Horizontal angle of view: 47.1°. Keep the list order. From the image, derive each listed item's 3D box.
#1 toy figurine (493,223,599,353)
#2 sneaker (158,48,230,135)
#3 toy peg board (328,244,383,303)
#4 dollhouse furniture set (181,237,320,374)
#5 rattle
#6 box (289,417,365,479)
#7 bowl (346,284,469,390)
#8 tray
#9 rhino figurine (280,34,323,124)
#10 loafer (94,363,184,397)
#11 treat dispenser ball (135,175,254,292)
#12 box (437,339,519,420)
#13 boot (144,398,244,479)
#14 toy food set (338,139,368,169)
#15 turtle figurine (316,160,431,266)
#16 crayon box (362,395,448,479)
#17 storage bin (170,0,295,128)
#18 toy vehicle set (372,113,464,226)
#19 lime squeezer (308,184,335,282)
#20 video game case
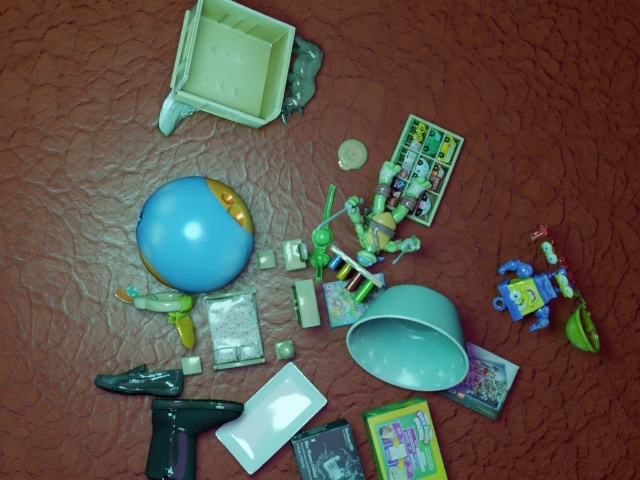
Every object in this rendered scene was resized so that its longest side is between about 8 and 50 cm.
[{"bbox_3d":[0.586,0.157,1.999,0.217,0.191,0.362,-24,97,22],"label":"toy figurine"},{"bbox_3d":[-0.326,-0.375,1.924,0.121,0.099,0.262,32,84,-8],"label":"sneaker"},{"bbox_3d":[0.076,0.094,1.894,0.160,0.161,0.079,38,89,6],"label":"toy peg board"},{"bbox_3d":[-0.193,0.167,1.856,0.355,0.174,0.303,-9,86,-8],"label":"dollhouse furniture set"},{"bbox_3d":[-0.419,0.192,1.872,0.200,0.130,0.143,-1,116,2],"label":"rattle"},{"bbox_3d":[0.016,0.561,1.892,0.158,0.093,0.156,-16,88,-9],"label":"box"},{"bbox_3d":[0.234,0.229,1.867,0.311,0.311,0.163,25,50,-4],"label":"bowl"},{"bbox_3d":[-0.127,0.459,1.903,0.270,0.030,0.145,-43,79,-8],"label":"tray"},{"bbox_3d":[-0.063,-0.428,1.970,0.106,0.073,0.243,14,85,-3],"label":"rhino figurine"},{"bbox_3d":[-0.457,0.352,1.862,0.223,0.076,0.078,3,68,0],"label":"loafer"},{"bbox_3d":[-0.305,-0.015,1.798,0.288,0.288,0.288,1,85,-7],"label":"treat dispenser ball"},{"bbox_3d":[0.396,0.361,1.978,0.233,0.044,0.159,27,83,-4],"label":"box"},{"bbox_3d":[-0.316,0.505,1.850,0.246,0.094,0.207,0,82,1],"label":"boot"},{"bbox_3d":[0.089,-0.234,1.999,0.082,0.020,0.083,-6,86,-8],"label":"toy food set"},{"bbox_3d":[0.171,-0.063,1.859,0.198,0.275,0.266,20,79,29],"label":"turtle figurine"},{"bbox_3d":[0.227,0.568,1.922,0.165,0.081,0.278,-14,87,-8],"label":"crayon box"},{"bbox_3d":[-0.225,-0.452,1.869,0.262,0.123,0.260,16,75,-28],"label":"storage bin"},{"bbox_3d":[0.268,-0.191,2.010,0.166,0.035,0.267,23,83,-5],"label":"toy vehicle set"},{"bbox_3d":[0.000,0.000,1.935,0.059,0.110,0.310,3,54,9],"label":"lime squeezer"},{"bbox_3d":[0.098,0.160,1.972,0.166,0.015,0.119,-10,87,-8],"label":"video game case"}]
